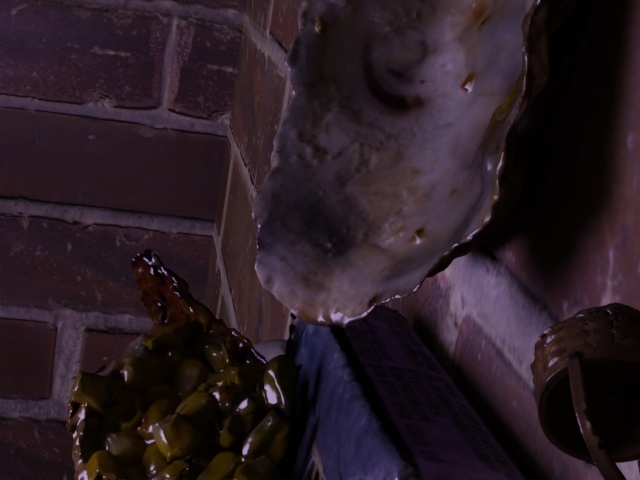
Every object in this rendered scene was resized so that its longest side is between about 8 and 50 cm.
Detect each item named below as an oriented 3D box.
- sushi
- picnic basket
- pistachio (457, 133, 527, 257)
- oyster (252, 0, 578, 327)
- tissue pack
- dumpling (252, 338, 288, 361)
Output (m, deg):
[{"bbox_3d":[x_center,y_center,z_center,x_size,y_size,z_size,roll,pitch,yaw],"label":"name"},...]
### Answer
[{"bbox_3d":[-0.101,0.151,0.805,0.179,0.166,0.296,95,-172,-46],"label":"sushi"},{"bbox_3d":[0.124,0.075,0.474,0.083,0.072,0.072,-82,6,-52],"label":"picnic basket"},{"bbox_3d":[0.097,-0.034,0.737,0.173,0.049,0.090,147,123,-63],"label":"pistachio"},{"bbox_3d":[0.090,-0.134,0.668,0.204,0.111,0.396,-4,62,47],"label":"oyster"},{"bbox_3d":[0.030,0.203,0.760,0.361,0.122,0.259,-117,38,-74],"label":"tissue pack"},{"bbox_3d":[-0.041,0.181,1.177,0.151,0.124,0.229,60,162,-7],"label":"dumpling"}]
